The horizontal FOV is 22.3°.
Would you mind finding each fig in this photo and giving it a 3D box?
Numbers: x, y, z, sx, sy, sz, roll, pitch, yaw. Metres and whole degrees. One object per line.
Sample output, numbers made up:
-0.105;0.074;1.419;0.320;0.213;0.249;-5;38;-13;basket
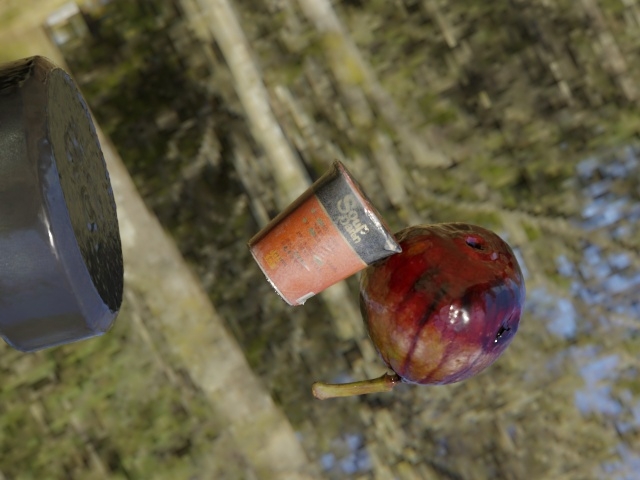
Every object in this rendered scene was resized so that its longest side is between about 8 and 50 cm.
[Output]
0.130;0.103;1.886;0.204;0.186;0.249;-18;133;-54;fig

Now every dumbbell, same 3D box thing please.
-0.316;0.002;1.141;0.322;0.204;0.204;-13;-173;3;dumbbell

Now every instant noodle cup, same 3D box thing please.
0.000;-0.001;1.756;0.135;0.127;0.127;-35;-175;5;instant noodle cup
